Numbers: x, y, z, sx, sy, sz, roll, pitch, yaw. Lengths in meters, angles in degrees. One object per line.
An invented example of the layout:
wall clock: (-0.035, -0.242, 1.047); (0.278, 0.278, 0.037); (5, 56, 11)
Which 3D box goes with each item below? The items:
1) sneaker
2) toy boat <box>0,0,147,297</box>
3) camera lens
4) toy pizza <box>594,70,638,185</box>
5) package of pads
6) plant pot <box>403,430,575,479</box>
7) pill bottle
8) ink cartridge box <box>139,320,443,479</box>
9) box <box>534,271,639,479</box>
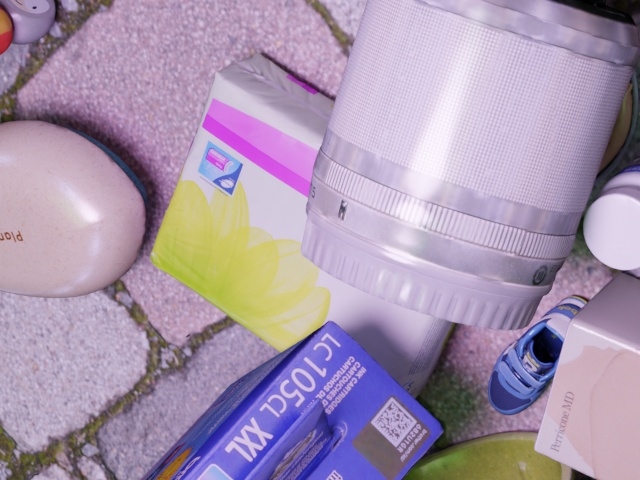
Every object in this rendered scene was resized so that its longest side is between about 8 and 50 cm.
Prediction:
sneaker: (0.191, 0.109, 1.713); (0.053, 0.059, 0.144); (40, 125, 9)
toy boat: (-0.286, -0.096, 1.885); (0.267, 0.148, 0.318); (2, 117, 36)
camera lens: (0.119, -0.090, 1.515); (0.219, 0.219, 0.274); (22, 102, 22)
toy pizza: (0.178, -0.128, 1.644); (0.201, 0.032, 0.201); (12, 114, 27)
package of pads: (0.000, 0.000, 1.760); (0.296, 0.101, 0.229); (33, 122, 17)
plant pot: (0.159, 0.358, 1.728); (0.276, 0.276, 0.254); (-18, 110, 35)
pill bottle: (0.272, -0.028, 1.562); (0.078, 0.137, 0.078); (11, 114, 27)
ink cartridge box: (-0.062, 0.232, 1.682); (0.151, 0.270, 0.395); (45, 157, -5)
box: (0.354, 0.161, 1.597); (0.311, 0.121, 0.148); (22, 119, 22)
